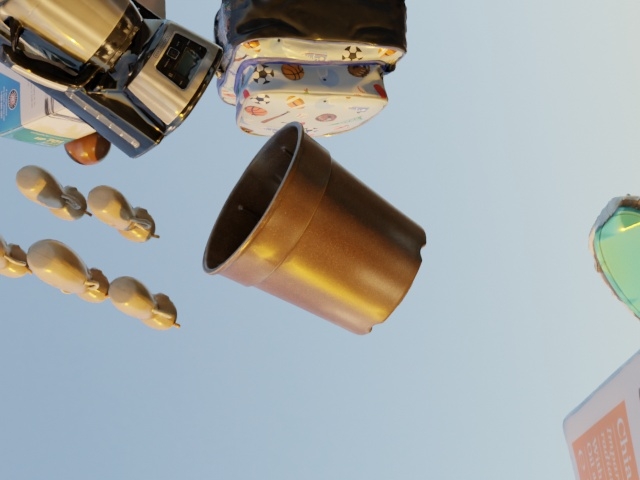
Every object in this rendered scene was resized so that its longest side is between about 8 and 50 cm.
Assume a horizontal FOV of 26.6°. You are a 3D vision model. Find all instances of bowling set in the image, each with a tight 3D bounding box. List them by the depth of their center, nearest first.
[{"bbox_3d":[-0.258,-0.023,1.543,0.199,0.287,0.154,-65,-20,-9],"label":"bowling set"}]

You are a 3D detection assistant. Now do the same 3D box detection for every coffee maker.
[{"bbox_3d":[-0.187,-0.162,1.108,0.178,0.171,0.120,37,-95,-20],"label":"coffee maker"}]

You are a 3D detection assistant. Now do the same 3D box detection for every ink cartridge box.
[{"bbox_3d":[-0.250,-0.189,1.412,0.082,0.191,0.139,13,-110,-48],"label":"ink cartridge box"}]

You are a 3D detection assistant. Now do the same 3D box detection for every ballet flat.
[{"bbox_3d":[0.485,0.070,1.746,0.409,0.147,0.147,45,-143,-20],"label":"ballet flat"}]

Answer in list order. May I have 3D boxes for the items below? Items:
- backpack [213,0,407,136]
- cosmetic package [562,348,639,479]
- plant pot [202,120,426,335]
[{"bbox_3d":[-0.022,-0.245,1.786,0.263,0.277,0.213,157,118,-77],"label":"backpack"},{"bbox_3d":[0.261,0.134,0.639,0.453,0.162,0.230,101,161,-69],"label":"cosmetic package"},{"bbox_3d":[0.000,0.000,1.294,0.165,0.167,0.167,32,-136,-17],"label":"plant pot"}]
